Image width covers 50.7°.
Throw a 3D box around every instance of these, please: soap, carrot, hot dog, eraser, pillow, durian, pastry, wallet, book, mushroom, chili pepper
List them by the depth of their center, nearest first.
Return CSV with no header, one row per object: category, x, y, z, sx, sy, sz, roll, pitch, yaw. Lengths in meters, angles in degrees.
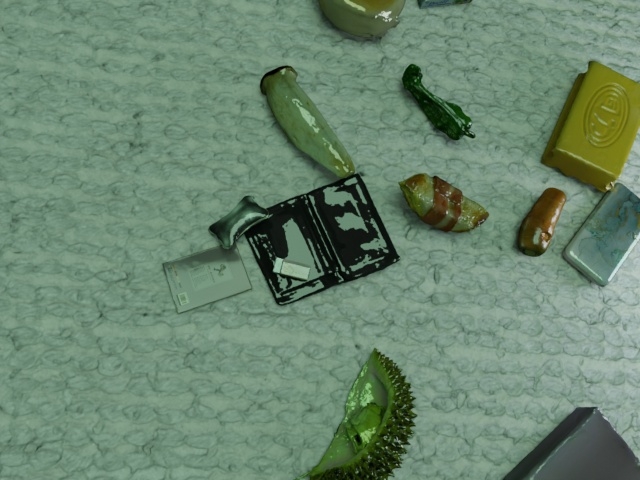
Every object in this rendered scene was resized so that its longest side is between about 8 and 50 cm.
durian,0.107,0.435,1.502,0.169,0.157,0.355,20,66,33
soap,0.613,0.582,1.542,0.285,0.107,0.296,-34,82,-19
book,-0.260,0.083,1.556,0.182,0.014,0.127,-18,79,-16
eraser,-0.066,0.067,1.566,0.083,0.019,0.038,13,78,1
pillow,-0.192,-0.045,1.576,0.136,0.055,0.091,-38,77,-13
wallet,0.000,0.000,1.617,0.323,0.041,0.247,-23,80,-10
mushroom,-0.038,-0.282,1.663,0.333,0.107,0.087,58,29,6
hot dog,0.293,-0.087,1.679,0.261,0.093,0.123,30,61,-18
carrot,0.564,-0.050,1.727,0.087,0.087,0.193,28,69,-2
chili pepper,0.303,-0.349,1.749,0.257,0.100,0.074,43,65,5
pastry,0.110,-0.662,1.782,0.265,0.133,0.264,3,74,-12
soap,0.752,-0.311,1.823,0.204,0.096,0.324,26,71,4

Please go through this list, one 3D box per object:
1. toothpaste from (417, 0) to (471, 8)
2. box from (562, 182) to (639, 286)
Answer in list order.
toothpaste,0.354,-0.681,1.884,0.164,0.046,0.034,-12,80,-15
box,0.764,-0.018,1.780,0.142,0.044,0.285,40,70,6
